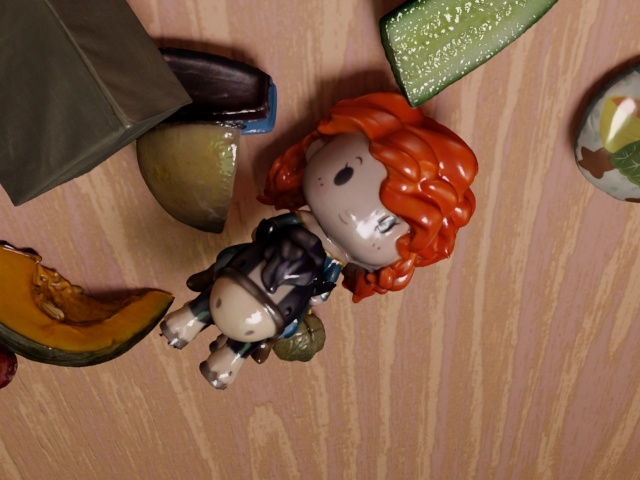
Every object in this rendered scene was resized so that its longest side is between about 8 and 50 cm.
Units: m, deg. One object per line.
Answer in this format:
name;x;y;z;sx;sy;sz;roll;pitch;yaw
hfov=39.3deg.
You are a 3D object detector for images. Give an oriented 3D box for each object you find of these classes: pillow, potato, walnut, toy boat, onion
pillow;0.441;-0.145;1.175;0.233;0.086;0.214;33;112;-35
potato;-0.154;-0.063;1.015;0.120;0.100;0.261;4;175;-8
walnut;-0.034;0.149;1.388;0.092;0.092;0.092;-6;138;-6
toy boat;-0.159;-0.163;1.012;0.223;0.100;0.097;5;163;-9
onion;-0.502;0.189;1.318;0.107;0.097;0.107;-2;158;-1

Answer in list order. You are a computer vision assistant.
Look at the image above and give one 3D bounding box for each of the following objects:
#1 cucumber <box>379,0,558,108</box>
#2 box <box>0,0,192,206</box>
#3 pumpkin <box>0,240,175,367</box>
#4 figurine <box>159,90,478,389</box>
cucumber;0.174;-0.260;0.979;0.244;0.063;0.115;-30;126;5
box;-0.264;-0.180;0.848;0.149;0.155;0.231;-30;99;22
pumpkin;-0.359;0.128;1.222;0.312;0.169;0.148;18;128;-28
figurine;-0.007;0.004;1.065;0.412;0.241;0.306;-38;165;-22
